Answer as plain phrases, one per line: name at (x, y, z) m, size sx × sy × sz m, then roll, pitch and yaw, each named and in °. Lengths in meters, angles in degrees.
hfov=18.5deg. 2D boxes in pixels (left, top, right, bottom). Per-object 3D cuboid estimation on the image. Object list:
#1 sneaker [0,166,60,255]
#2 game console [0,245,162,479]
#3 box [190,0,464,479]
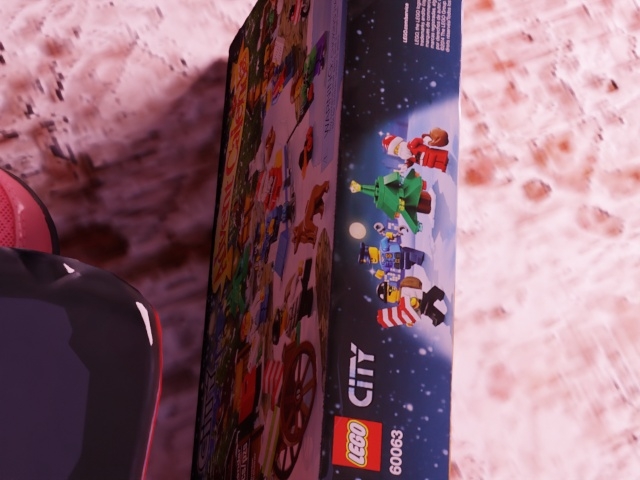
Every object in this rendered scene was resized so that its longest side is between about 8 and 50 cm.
sneaker at (-0.236, -0.018, 0.634) m, size 0.314 × 0.136 × 0.116 m, roll 11°, pitch 65°, yaw -14°
game console at (-0.254, 0.130, 0.509) m, size 0.386 × 0.060 × 0.342 m, roll 13°, pitch 73°, yaw -11°
box at (0.000, 0.000, 0.692) m, size 0.044 × 0.159 × 0.233 m, roll 11°, pitch 64°, yaw -16°
